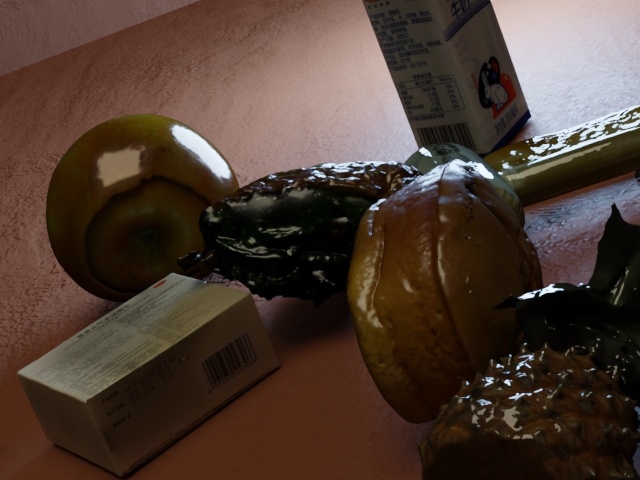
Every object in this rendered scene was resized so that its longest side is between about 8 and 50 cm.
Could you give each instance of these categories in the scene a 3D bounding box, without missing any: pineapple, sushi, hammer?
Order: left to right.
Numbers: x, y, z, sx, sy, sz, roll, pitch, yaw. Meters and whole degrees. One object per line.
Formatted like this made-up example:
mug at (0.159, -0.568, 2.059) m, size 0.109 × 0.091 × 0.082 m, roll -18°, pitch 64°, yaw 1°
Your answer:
sushi at (0.000, -0.001, 1.526) m, size 0.287 × 0.149 × 0.140 m, roll -5°, pitch 17°, yaw 17°
hammer at (0.240, -0.067, 1.563) m, size 0.305 × 0.113 × 0.202 m, roll -18°, pitch 25°, yaw -3°
pineapple at (0.207, 0.097, 1.139) m, size 0.165 × 0.165 × 0.364 m, roll -5°, pitch 28°, yaw 36°

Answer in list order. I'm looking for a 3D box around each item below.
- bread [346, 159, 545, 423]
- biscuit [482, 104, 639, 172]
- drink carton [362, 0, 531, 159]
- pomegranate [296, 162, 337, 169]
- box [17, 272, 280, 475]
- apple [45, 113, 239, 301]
bread at (0.121, 0.045, 1.294) m, size 0.143 × 0.195 × 0.269 m, roll -20°, pitch 26°, yaw 22°
biscuit at (0.288, -0.098, 1.675) m, size 0.247 × 0.029 × 0.118 m, roll -16°, pitch 30°, yaw 14°
drink carton at (0.144, -0.257, 1.790) m, size 0.107 × 0.315 × 0.130 m, roll -5°, pitch 28°, yaw 38°
pomegranate at (0.016, -0.021, 1.668) m, size 0.161 × 0.122 × 0.122 m, roll 37°, pitch 53°, yaw 20°
box at (-0.178, 0.131, 1.497) m, size 0.212 × 0.095 × 0.168 m, roll -33°, pitch 26°, yaw -28°
apple at (-0.216, -0.032, 1.760) m, size 0.237 × 0.237 × 0.207 m, roll -18°, pitch 40°, yaw 11°
